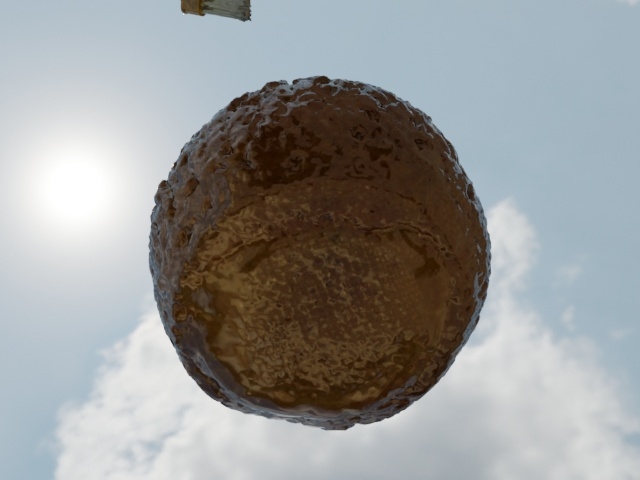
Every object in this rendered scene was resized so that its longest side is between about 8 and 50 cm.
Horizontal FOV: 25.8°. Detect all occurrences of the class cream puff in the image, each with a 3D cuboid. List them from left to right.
[{"bbox_3d":[0.000,0.000,1.180,0.303,0.303,0.212,30,-151,-19],"label":"cream puff"}]

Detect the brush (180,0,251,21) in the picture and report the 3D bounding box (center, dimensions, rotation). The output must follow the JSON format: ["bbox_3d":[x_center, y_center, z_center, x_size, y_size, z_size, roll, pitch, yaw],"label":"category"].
[{"bbox_3d":[-0.148,-0.233,1.081,0.013,0.272,0.103,-15,-68,-46],"label":"brush"}]
